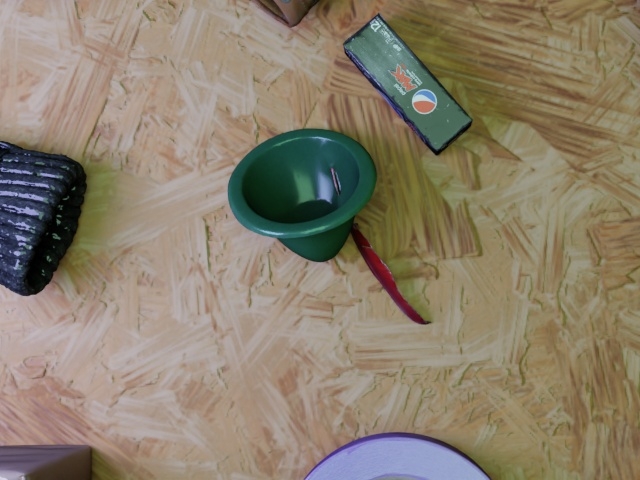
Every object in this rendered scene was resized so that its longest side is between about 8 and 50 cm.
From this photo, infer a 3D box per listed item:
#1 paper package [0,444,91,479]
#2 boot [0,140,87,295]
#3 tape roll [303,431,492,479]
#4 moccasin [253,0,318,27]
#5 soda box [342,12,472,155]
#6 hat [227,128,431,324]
[{"bbox_3d":[-0.416,0.314,1.513,0.310,0.325,0.168,-1,87,3],"label":"paper package"},{"bbox_3d":[-0.444,0.027,1.629,0.260,0.131,0.348,23,88,4],"label":"boot"},{"bbox_3d":[0.088,0.357,1.601,0.275,0.090,0.274,0,86,4],"label":"tape roll"},{"bbox_3d":[-0.160,-0.383,1.645,0.380,0.139,0.147,36,80,-5],"label":"moccasin"},{"bbox_3d":[0.101,-0.180,1.649,0.060,0.053,0.169,-41,85,1],"label":"soda box"},{"bbox_3d":[0.000,0.000,1.660,0.173,0.183,0.208,-21,44,-5],"label":"hat"}]
